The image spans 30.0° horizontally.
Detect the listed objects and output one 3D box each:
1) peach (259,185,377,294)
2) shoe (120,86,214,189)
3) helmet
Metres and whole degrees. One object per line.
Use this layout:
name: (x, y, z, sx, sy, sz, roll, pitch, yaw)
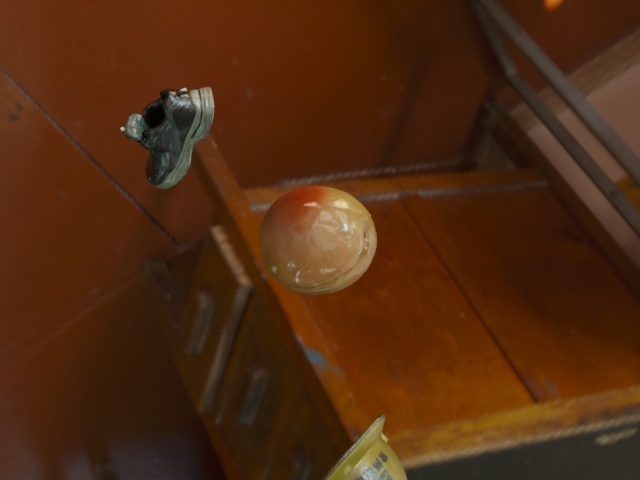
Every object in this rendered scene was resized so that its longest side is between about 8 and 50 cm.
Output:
peach: (0.000, 0.000, 1.844, 0.184, 0.184, 0.184, -17, 139, -16)
shoe: (-0.207, -0.139, 1.537, 0.099, 0.071, 0.169, 11, 135, -29)
helmet: (0.063, 0.384, 1.754, 0.205, 0.140, 0.257, -42, 171, -37)
